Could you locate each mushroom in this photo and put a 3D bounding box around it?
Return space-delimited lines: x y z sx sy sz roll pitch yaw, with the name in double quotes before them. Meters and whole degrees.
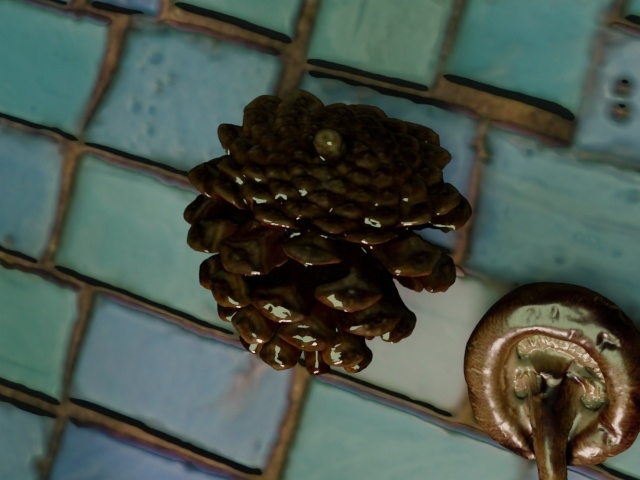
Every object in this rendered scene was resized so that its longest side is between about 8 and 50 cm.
"mushroom" 0.172 0.114 0.737 0.135 0.080 0.170 5 96 26

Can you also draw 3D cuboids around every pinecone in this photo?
"pinecone" 0.000 0.000 0.722 0.208 0.208 0.207 1 94 14
